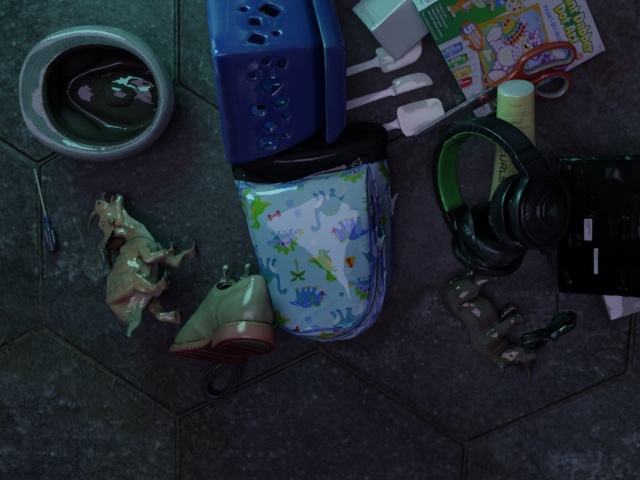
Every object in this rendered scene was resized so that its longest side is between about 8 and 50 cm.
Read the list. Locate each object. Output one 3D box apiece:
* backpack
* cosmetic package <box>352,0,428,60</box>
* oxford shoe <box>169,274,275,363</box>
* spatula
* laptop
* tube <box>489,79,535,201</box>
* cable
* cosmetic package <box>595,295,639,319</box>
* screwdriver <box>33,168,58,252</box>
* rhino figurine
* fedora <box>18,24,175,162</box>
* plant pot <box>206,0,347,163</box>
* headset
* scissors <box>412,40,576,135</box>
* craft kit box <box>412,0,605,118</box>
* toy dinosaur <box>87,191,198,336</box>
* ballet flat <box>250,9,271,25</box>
[{"bbox_3d":[0.000,0.000,1.531,0.289,0.273,0.356,-5,116,5],"label":"backpack"},{"bbox_3d":[0.175,-0.430,1.471,0.231,0.117,0.085,-41,126,11],"label":"cosmetic package"},{"bbox_3d":[-0.171,0.146,1.543,0.122,0.348,0.130,15,70,-30],"label":"oxford shoe"},{"bbox_3d":[0.091,-0.256,1.573,0.241,0.019,0.168,-17,97,11],"label":"spatula"},{"bbox_3d":[0.543,-0.030,1.437,0.264,0.136,0.235,2,98,32],"label":"laptop"},{"bbox_3d":[0.340,-0.159,1.495,0.070,0.062,0.240,30,141,39],"label":"tube"},{"bbox_3d":[-0.148,0.188,1.676,0.139,0.072,0.287,13,113,-2],"label":"cable"},{"bbox_3d":[0.519,0.006,1.501,0.127,0.107,0.238,-21,92,9],"label":"cosmetic package"},{"bbox_3d":[-0.545,-0.060,1.711,0.025,0.024,0.170,-8,91,-19],"label":"screwdriver"},{"bbox_3d":[0.316,0.156,1.573,0.106,0.073,0.243,-32,94,9],"label":"rhino figurine"},{"bbox_3d":[-0.401,-0.271,1.596,0.275,0.124,0.244,-4,100,1],"label":"fedora"},{"bbox_3d":[-0.070,-0.291,1.429,0.212,0.236,0.236,-6,138,-5],"label":"plant pot"},{"bbox_3d":[0.303,-0.013,1.442,0.185,0.243,0.394,-25,79,-29],"label":"headset"},{"bbox_3d":[0.292,-0.260,1.469,0.296,0.021,0.109,-15,131,3],"label":"scissors"},{"bbox_3d":[0.317,-0.360,1.439,0.246,0.061,0.250,-31,126,11],"label":"craft kit box"},{"bbox_3d":[-0.354,0.064,1.605,0.200,0.127,0.296,-2,59,12],"label":"toy dinosaur"},{"bbox_3d":[0.016,-0.530,1.451,0.482,0.164,0.182,-25,131,15],"label":"ballet flat"}]
